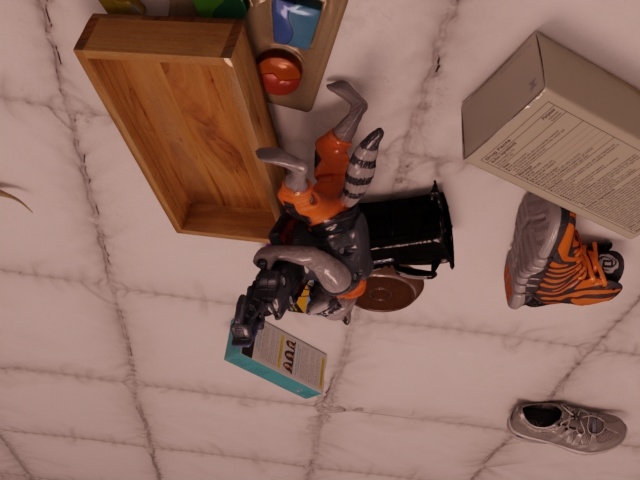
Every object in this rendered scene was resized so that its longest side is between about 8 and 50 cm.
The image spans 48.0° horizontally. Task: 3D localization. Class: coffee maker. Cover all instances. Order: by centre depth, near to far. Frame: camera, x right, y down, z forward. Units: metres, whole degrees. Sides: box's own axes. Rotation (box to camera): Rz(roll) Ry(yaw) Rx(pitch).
[{"bbox_3d":[0.119,-0.022,1.170,0.178,0.120,0.171,-7,122,16],"label":"coffee maker"}]

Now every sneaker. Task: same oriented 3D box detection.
[{"bbox_3d":[0.413,0.015,1.175,0.180,0.125,0.321,-2,155,4],"label":"sneaker"},{"bbox_3d":[0.600,0.451,1.742,0.281,0.105,0.115,0,144,9],"label":"sneaker"}]

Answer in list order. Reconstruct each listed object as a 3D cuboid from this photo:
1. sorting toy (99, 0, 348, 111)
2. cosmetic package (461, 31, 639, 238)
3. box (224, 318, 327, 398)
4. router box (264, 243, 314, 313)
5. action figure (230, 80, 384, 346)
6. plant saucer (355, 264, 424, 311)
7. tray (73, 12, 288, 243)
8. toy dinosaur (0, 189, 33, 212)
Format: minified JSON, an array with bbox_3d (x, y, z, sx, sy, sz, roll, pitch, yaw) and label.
[{"bbox_3d":[-0.135,-0.270,0.907,0.307,0.041,0.229,13,144,-9],"label":"sorting toy"},{"bbox_3d":[0.360,-0.130,0.968,0.309,0.113,0.160,23,141,-21],"label":"cosmetic package"},{"bbox_3d":[-0.094,0.258,1.583,0.244,0.100,0.060,33,137,-32],"label":"box"},{"bbox_3d":[-0.022,0.078,1.346,0.133,0.046,0.179,5,145,24],"label":"router box"},{"bbox_3d":[0.000,0.000,0.983,0.178,0.341,0.330,6,131,16],"label":"action figure"},{"bbox_3d":[0.116,0.095,1.388,0.168,0.029,0.168,5,145,3],"label":"plant saucer"},{"bbox_3d":[-0.165,-0.139,1.028,0.202,0.076,0.411,6,150,13],"label":"tray"},{"bbox_3d":[-0.586,-0.089,1.233,0.183,0.053,0.092,4,160,15],"label":"toy dinosaur"}]
